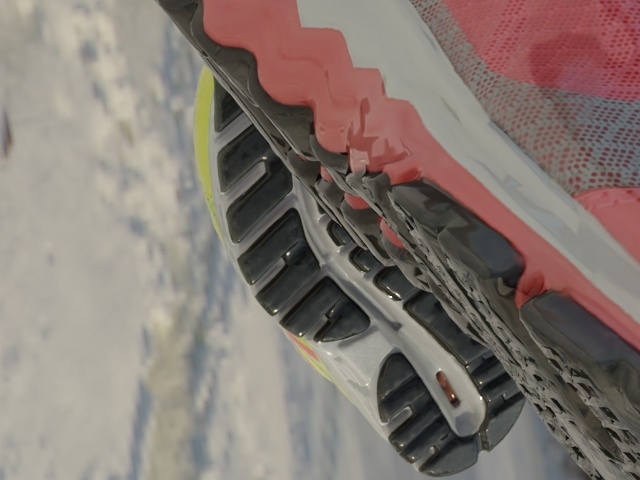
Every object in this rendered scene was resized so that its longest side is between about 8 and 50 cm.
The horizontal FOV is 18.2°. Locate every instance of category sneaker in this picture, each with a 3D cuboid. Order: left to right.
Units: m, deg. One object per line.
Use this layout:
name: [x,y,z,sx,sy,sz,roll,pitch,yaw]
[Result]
sneaker: [0.000,0.000,0.748,0.094,0.081,0.208,40,-18,51]
sneaker: [0.069,-0.037,0.430,0.314,0.136,0.116,46,-3,47]
